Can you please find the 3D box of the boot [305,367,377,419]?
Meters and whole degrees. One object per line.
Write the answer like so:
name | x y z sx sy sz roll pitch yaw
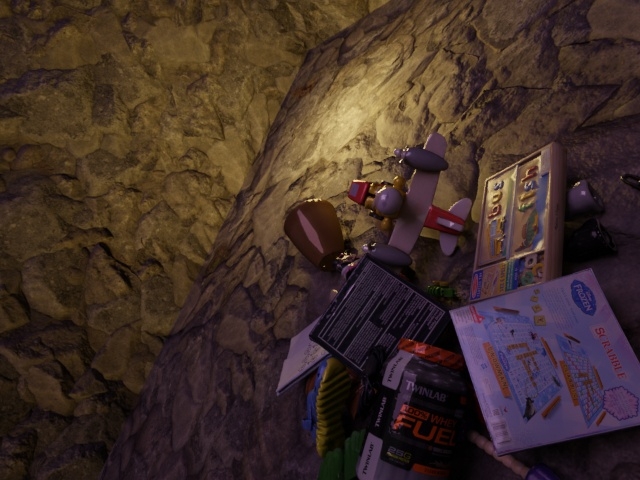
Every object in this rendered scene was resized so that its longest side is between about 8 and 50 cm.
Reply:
boot | 0.077 0.480 1.495 0.283 0.109 0.220 -47 41 14

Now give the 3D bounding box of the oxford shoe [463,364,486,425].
oxford shoe | 0.398 0.368 1.176 0.098 0.097 0.271 -19 21 -10

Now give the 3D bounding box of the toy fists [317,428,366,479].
toy fists | 0.082 0.630 1.302 0.279 0.096 0.142 -53 19 32

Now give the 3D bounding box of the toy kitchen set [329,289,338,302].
toy kitchen set | 0.158 0.199 1.535 0.166 0.207 0.122 -51 31 -9

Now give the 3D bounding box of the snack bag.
snack bag | -0.021 0.356 1.675 0.323 0.037 0.342 -42 12 20

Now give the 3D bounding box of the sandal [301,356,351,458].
sandal | 0.005 0.490 1.414 0.138 0.126 0.317 26 114 50

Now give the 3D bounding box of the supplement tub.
supplement tub | 0.223 0.417 1.106 0.207 0.207 0.338 2 71 54

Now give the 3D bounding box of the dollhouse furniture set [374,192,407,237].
dollhouse furniture set | 0.301 -0.100 1.778 0.144 0.123 0.151 -128 40 -58

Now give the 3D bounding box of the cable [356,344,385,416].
cable | 0.128 0.347 1.174 0.184 0.047 0.151 -62 -21 -61

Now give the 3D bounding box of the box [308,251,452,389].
box | 0.181 0.245 1.351 0.294 0.183 0.296 35 91 20

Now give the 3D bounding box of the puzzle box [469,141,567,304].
puzzle box | 0.532 -0.036 1.274 0.272 0.052 0.409 -37 35 62

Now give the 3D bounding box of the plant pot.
plant pot | 0.000 0.000 1.943 0.237 0.237 0.254 -44 49 19

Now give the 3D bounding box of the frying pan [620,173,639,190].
frying pan | 0.832 -0.103 1.037 0.197 0.053 0.326 -35 40 29

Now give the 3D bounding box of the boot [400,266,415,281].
boot | 0.215 0.121 1.639 0.244 0.088 0.176 21 78 51

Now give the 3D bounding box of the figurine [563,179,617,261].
figurine | 0.621 -0.027 1.221 0.209 0.092 0.215 -31 38 41

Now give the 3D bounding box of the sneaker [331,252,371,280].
sneaker | 0.095 0.061 1.413 0.077 0.178 0.072 35 108 19

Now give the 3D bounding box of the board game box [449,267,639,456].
board game box | 0.478 0.256 0.997 0.318 0.066 0.319 -20 58 16

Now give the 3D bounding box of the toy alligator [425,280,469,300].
toy alligator | 0.362 0.152 1.394 0.189 0.051 0.056 -179 87 -72

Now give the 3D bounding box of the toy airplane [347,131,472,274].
toy airplane | 0.277 -0.098 1.494 0.384 0.272 0.386 -27 70 29

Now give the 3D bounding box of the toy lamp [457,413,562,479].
toy lamp | 0.412 0.483 1.037 0.080 0.080 0.274 -59 29 -5
